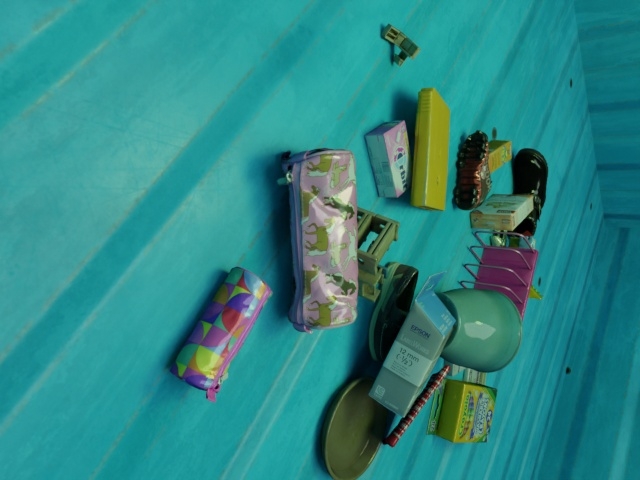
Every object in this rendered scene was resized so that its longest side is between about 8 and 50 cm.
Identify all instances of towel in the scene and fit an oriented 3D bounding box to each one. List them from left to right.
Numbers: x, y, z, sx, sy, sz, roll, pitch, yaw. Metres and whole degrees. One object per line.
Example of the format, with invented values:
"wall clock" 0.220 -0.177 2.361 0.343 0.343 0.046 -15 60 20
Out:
"towel" 0.274 0.482 1.350 0.275 0.031 0.199 -48 161 -14

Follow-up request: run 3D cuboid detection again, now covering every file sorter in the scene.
"file sorter" 0.640 0.127 1.710 0.182 0.202 0.291 35 69 -44

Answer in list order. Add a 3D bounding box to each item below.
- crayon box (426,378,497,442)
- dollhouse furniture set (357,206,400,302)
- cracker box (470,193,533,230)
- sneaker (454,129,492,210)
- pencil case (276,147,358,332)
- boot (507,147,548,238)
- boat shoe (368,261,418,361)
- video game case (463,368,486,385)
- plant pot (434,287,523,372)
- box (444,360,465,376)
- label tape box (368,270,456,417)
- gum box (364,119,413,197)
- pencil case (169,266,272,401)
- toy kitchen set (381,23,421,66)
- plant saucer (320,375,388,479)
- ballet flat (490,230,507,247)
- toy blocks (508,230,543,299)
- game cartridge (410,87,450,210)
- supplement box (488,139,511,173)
"crayon box" 0.526 0.625 1.709 0.322 0.083 0.203 21 79 -41
"dollhouse furniture set" 0.108 0.035 1.173 0.129 0.128 0.184 -53 155 -31
"cracker box" 0.687 -0.111 1.766 0.232 0.155 0.067 -32 118 -42
"sneaker" 0.541 -0.238 1.629 0.135 0.097 0.277 4 94 -49
"pencil case" 0.000 0.000 0.998 0.166 0.160 0.387 -4 102 -5
"boot" 0.876 -0.187 1.991 0.260 0.131 0.348 -51 130 -32
"boat shoe" 0.209 0.203 1.308 0.102 0.092 0.286 25 76 -48
"video game case" 0.612 0.605 1.873 0.193 0.023 0.213 13 84 -48
"plant pot" 0.445 0.269 1.475 0.255 0.271 0.272 15 83 -34
"box" 0.517 0.406 1.729 0.186 0.038 0.146 -4 98 -50
"label tape box" 0.279 0.263 1.254 0.348 0.115 0.249 -64 159 10
"gum box" 0.193 -0.214 1.259 0.107 0.062 0.189 -38 123 -39
"pencil case" -0.176 0.168 0.862 0.104 0.104 0.237 46 60 -41
"toy kitchen set" 0.202 -0.509 1.234 0.075 0.083 0.068 2 134 -49
"plant saucer" 0.090 0.500 1.251 0.277 0.041 0.278 -7 99 -48
"ballet flat" 0.722 -0.026 1.899 0.070 0.070 0.189 17 80 -48
"toy blocks" 0.826 0.098 1.933 0.381 0.190 0.261 10 86 -62
"game cartridge" 0.325 -0.253 1.366 0.285 0.052 0.324 0 93 -65
"supplement box" 0.637 -0.313 1.744 0.233 0.080 0.078 -33 121 -44
